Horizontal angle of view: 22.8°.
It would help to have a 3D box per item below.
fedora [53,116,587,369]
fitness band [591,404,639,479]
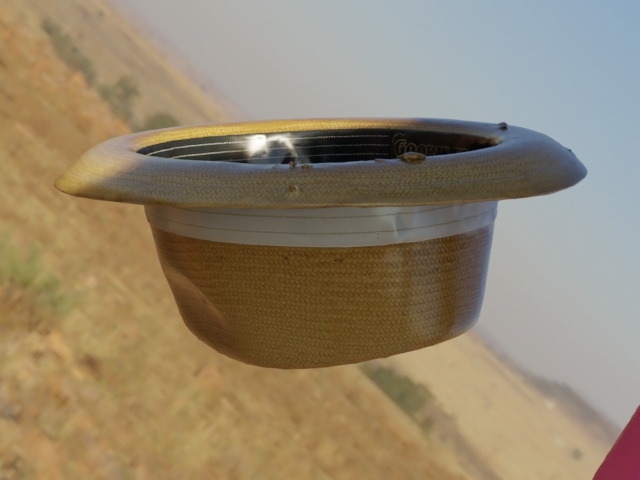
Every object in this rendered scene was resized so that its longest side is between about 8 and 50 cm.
[{"bbox_3d":[0.000,0.000,0.579,0.194,0.194,0.079,-90,178,-80],"label":"fedora"},{"bbox_3d":[0.151,0.127,0.491,0.054,0.291,0.209,10,38,-19],"label":"fitness band"}]
